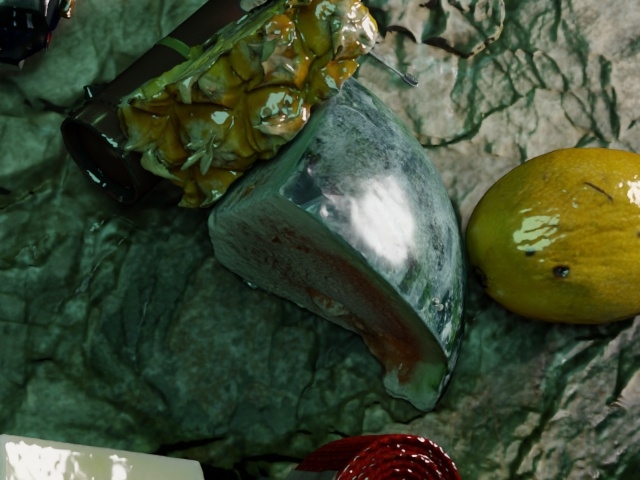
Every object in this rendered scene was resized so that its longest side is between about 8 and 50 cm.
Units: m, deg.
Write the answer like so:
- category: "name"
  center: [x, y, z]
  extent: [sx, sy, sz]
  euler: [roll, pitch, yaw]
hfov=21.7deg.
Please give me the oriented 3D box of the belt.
- category: "belt"
  center: [0.019, 0.247, 1.328]
  extent: [0.128, 0.124, 0.201]
  euler: [38, 70, -15]

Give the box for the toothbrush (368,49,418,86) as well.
- category: "toothbrush"
  center: [0.052, -0.173, 1.553]
  extent: [0.097, 0.008, 0.006]
  euler: [36, 56, 9]

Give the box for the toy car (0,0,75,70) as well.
- category: "toy car"
  center: [-0.366, -0.249, 1.483]
  extent: [0.301, 0.118, 0.193]
  euler: [13, 77, -2]

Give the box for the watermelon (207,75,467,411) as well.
- category: "watermelon"
  center: [0.000, 0.000, 1.386]
  extent: [0.214, 0.289, 0.320]
  euler: [-17, 83, 16]

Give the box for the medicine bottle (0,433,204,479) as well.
- category: "medicine bottle"
  center: [-0.142, 0.347, 1.209]
  extent: [0.236, 0.236, 0.406]
  euler: [-5, 69, -8]

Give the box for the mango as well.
- category: "mango"
  center: [0.249, -0.010, 1.447]
  extent: [0.262, 0.109, 0.157]
  euler: [-15, 78, -19]

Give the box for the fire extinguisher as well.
- category: "fire extinguisher"
  center: [-0.086, -0.176, 1.493]
  extent: [0.141, 0.105, 0.341]
  euler: [30, 60, 29]

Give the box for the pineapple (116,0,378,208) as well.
- category: "pineapple"
  center: [-0.050, -0.133, 1.359]
  extent: [0.236, 0.186, 0.114]
  euler: [-33, 109, 17]
